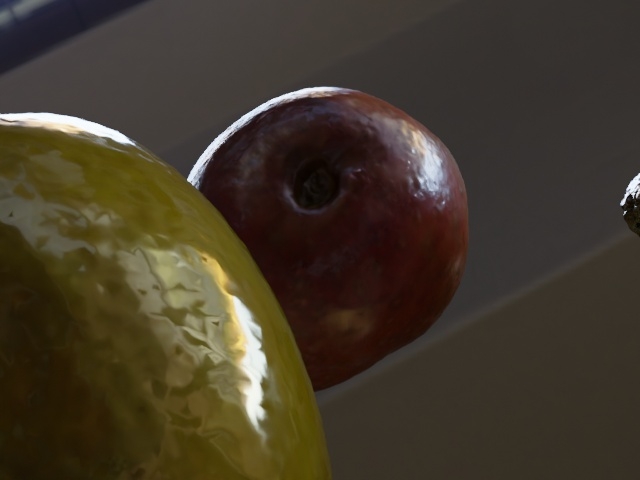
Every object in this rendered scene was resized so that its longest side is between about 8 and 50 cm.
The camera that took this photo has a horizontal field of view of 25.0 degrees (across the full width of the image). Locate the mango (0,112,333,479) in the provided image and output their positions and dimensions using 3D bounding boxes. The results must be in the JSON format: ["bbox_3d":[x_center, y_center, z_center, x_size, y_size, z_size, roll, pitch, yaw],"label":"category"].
[{"bbox_3d":[-0.132,0.175,0.501,0.301,0.220,0.445,-5,-98,31],"label":"mango"}]

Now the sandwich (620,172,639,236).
[{"bbox_3d":[0.428,-0.033,1.260,0.249,0.273,0.095,37,-120,1],"label":"sandwich"}]

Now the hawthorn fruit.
[{"bbox_3d":[0.000,0.000,1.278,0.284,0.284,0.284,-10,-136,10],"label":"hawthorn fruit"}]
